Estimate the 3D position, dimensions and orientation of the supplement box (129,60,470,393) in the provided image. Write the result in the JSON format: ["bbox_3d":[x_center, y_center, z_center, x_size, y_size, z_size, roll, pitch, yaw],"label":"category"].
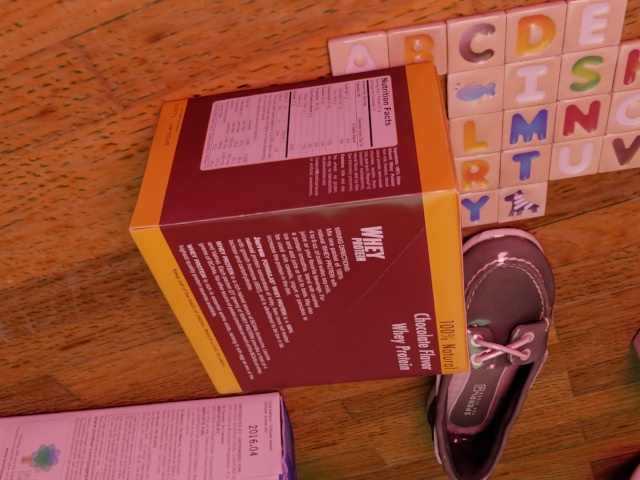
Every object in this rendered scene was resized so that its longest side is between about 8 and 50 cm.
[{"bbox_3d":[0.000,0.000,0.508,0.194,0.129,0.191,-7,136,8],"label":"supplement box"}]

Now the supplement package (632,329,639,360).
[{"bbox_3d":[0.410,0.074,0.630,0.139,0.133,0.244,0,136,-5],"label":"supplement package"}]

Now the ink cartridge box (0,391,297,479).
[{"bbox_3d":[-0.158,0.319,0.735,0.396,0.269,0.151,-7,138,2],"label":"ink cartridge box"}]

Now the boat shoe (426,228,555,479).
[{"bbox_3d":[0.167,0.132,0.695,0.112,0.095,0.335,-3,136,-2],"label":"boat shoe"}]

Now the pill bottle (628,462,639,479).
[{"bbox_3d":[0.501,0.472,0.990,0.224,0.224,0.392,-6,136,1],"label":"pill bottle"}]

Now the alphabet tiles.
[{"bbox_3d":[0.135,-0.083,0.531,0.237,0.009,0.198,-8,136,4],"label":"alphabet tiles"}]
